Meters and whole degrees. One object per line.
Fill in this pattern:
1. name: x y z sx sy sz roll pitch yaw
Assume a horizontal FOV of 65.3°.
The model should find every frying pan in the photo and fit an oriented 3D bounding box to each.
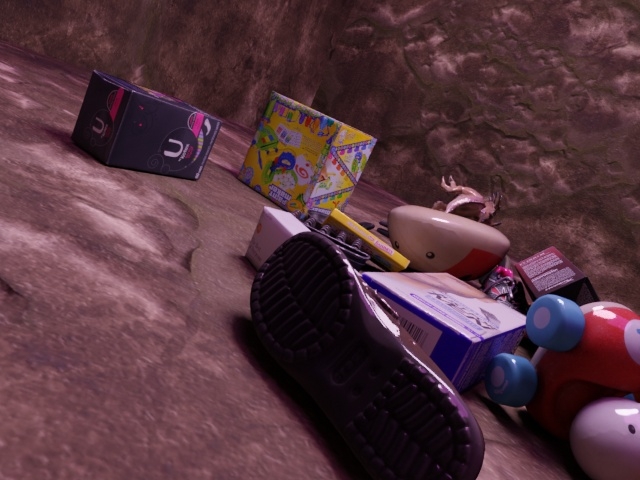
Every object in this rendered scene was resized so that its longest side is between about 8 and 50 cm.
1. frying pan: 0.055 -0.038 1.359 0.197 0.053 0.326 25 11 0

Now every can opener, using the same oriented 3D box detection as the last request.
1. can opener: 0.264 -0.018 1.652 0.186 0.059 0.073 35 16 36

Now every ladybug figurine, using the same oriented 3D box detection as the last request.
1. ladybug figurine: 0.347 0.015 1.373 0.305 0.161 0.449 18 5 40

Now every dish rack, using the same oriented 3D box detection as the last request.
1. dish rack: 0.000 0.000 1.054 0.208 0.074 0.271 27 12 3

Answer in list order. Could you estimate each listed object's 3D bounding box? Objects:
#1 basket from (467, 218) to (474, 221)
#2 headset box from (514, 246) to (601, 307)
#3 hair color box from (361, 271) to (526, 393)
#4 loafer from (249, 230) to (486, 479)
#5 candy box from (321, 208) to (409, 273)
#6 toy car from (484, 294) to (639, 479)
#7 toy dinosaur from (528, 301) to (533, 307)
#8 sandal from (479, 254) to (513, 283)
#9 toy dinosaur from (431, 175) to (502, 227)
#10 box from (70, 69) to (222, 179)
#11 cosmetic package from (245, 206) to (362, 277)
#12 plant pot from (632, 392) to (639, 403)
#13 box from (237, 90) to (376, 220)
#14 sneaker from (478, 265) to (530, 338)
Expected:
1. basket: 0.483 0.022 1.664 0.113 0.167 0.103 33 19 31
2. headset box: 0.560 0.153 1.143 0.218 0.110 0.293 60 16 -6
3. hair color box: 0.199 0.136 0.807 0.185 0.110 0.339 31 13 31
4. loafer: 0.037 0.129 0.550 0.130 0.134 0.366 45 5 -45
5. candy box: 0.100 0.005 1.146 0.206 0.027 0.105 35 -18 -3
6. toy car: 0.379 0.220 0.638 0.219 0.210 0.238 17 27 -16
7. toy dinosaur: 0.668 0.220 1.485 0.112 0.064 0.211 46 26 10
8. sandal: 0.604 0.105 1.685 0.086 0.120 0.303 41 15 8
9. toy dinosaur: 0.452 -0.107 1.503 0.200 0.127 0.296 23 12 18
10. box: -0.385 -0.251 1.136 0.143 0.165 0.270 31 15 27
11. cosmetic package: -0.038 0.037 0.778 0.060 0.098 0.239 16 15 -36
12. plant pot: 0.564 0.270 0.797 0.188 0.205 0.205 38 8 -20
13. box: -0.046 -0.234 1.442 0.290 0.279 0.177 34 16 34
14. sneaker: 0.462 0.149 1.232 0.121 0.112 0.299 23 13 -8
